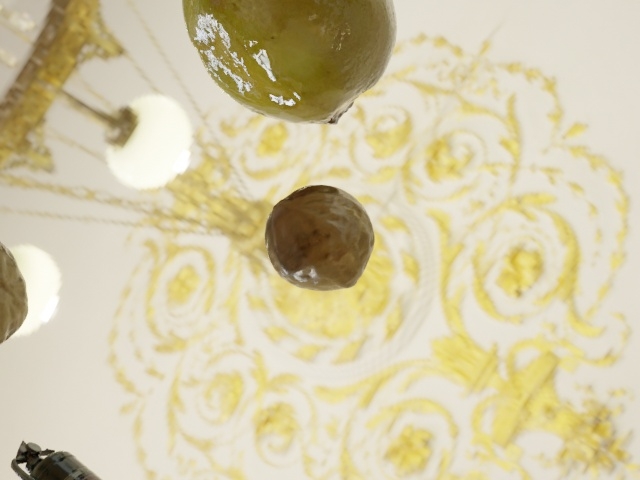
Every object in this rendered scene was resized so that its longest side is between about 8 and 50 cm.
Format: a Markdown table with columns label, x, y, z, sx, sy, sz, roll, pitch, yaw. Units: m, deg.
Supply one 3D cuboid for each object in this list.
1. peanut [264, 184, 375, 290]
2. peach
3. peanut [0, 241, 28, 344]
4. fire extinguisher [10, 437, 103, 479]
| label | x | y | z | sx | sy | sz | roll | pitch | yaw |
| --- | --- | --- | --- | --- | --- | --- | --- | --- | --- |
| peanut | 0.000 | 0.000 | 1.828 | 0.140 | 0.109 | 0.159 | -44 | -129 | 17 |
| peach | -0.039 | -0.332 | 1.998 | 0.281 | 0.315 | 0.314 | -33 | 170 | -28 |
| peanut | -0.418 | 0.019 | 1.549 | 0.256 | 0.123 | 0.123 | 39 | -85 | 31 |
| fire extinguisher | -0.326 | 0.357 | 1.909 | 0.294 | 0.118 | 0.093 | 35 | -77 | 22 |
